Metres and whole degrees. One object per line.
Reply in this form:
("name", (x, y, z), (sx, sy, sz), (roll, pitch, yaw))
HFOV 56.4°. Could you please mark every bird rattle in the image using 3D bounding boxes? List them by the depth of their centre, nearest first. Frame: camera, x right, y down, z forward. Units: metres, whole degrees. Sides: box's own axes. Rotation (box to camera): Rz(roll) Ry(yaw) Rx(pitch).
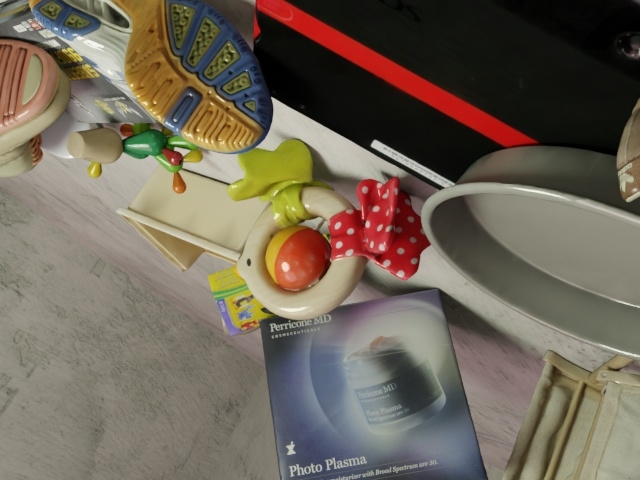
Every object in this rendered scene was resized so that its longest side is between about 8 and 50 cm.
("bird rattle", (0.000, 0.000, 0.727), (0.253, 0.207, 0.143), (31, -178, 24))

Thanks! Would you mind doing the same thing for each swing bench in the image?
("swing bench", (0.387, 0.285, 0.801), (0.165, 0.253, 0.255), (29, 162, 0))

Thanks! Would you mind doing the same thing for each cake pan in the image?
("cake pan", (0.227, 0.019, 0.497), (0.293, 0.054, 0.293), (29, 166, 8))

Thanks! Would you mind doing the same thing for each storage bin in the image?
("storage bin", (-0.172, 0.002, 1.075), (0.262, 0.123, 0.260), (19, 159, 26))

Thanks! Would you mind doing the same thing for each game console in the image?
("game console", (0.124, -0.121, 0.450), (0.386, 0.060, 0.342), (29, 166, 0))

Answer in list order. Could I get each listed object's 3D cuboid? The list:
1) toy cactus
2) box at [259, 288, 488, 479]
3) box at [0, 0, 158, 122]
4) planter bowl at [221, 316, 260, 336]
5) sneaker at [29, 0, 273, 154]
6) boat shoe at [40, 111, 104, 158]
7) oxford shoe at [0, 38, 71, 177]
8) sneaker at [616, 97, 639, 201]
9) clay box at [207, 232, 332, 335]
("toy cactus", (-0.282, -0.126, 0.860), (0.218, 0.112, 0.180), (10, -169, 27))
("box", (0.071, 0.259, 0.955), (0.296, 0.294, 0.183), (-10, 157, -2))
("box", (-0.323, -0.233, 0.780), (0.231, 0.056, 0.183), (11, 154, 43))
("planter bowl", (-0.169, 0.150, 1.442), (0.109, 0.162, 0.162), (0, 158, 3))
("sneaker", (-0.149, -0.178, 0.600), (0.296, 0.112, 0.131), (40, 178, 19))
("boat shoe", (-0.484, -0.223, 0.983), (0.301, 0.108, 0.102), (25, -174, 3))
("oxford shoe", (-0.439, -0.167, 0.828), (0.396, 0.141, 0.146), (-2, 163, 39))
("sneaker", (0.248, -0.014, 0.319), (0.188, 0.071, 0.066), (27, 166, 10))
("clay box", (-0.054, 0.067, 0.938), (0.127, 0.221, 0.053), (85, 164, -57))
